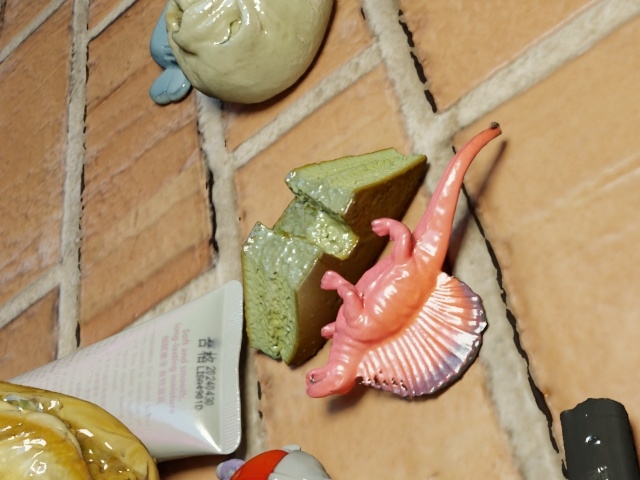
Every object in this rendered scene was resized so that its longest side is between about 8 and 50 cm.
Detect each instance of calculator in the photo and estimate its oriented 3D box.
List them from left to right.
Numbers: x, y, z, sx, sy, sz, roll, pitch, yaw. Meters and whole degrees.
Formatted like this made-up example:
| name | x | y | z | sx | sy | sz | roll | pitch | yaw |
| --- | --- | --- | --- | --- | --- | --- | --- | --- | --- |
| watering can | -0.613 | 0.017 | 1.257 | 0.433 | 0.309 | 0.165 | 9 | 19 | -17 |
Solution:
| name | x | y | z | sx | sy | sz | roll | pitch | yaw |
| --- | --- | --- | --- | --- | --- | --- | --- | --- | --- |
| calculator | -0.153 | -0.323 | 1.270 | 0.188 | 0.042 | 0.302 | 14 | 73 | 47 |

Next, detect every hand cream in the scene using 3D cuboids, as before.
| name | x | y | z | sx | sy | sz | roll | pitch | yaw |
| --- | --- | --- | --- | --- | --- | --- | --- | --- | --- |
| hand cream | -0.225 | 0.172 | 0.958 | 0.359 | 0.118 | 0.185 | -20 | 49 | 24 |

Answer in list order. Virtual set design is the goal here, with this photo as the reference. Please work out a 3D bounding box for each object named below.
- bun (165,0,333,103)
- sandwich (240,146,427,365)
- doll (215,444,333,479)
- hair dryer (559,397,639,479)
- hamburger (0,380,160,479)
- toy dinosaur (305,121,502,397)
| name | x | y | z | sx | sy | sz | roll | pitch | yaw |
| --- | --- | --- | --- | --- | --- | --- | --- | --- | --- |
| bun | -0.098 | -0.276 | 1.096 | 0.231 | 0.133 | 0.231 | -13 | 62 | 26 |
| sandwich | 0.000 | 0.000 | 0.859 | 0.090 | 0.088 | 0.244 | 30 | 85 | 46 |
| doll | -0.048 | 0.218 | 0.763 | 0.227 | 0.075 | 0.102 | -25 | 38 | 43 |
| hair dryer | 0.175 | 0.212 | 0.563 | 0.197 | 0.089 | 0.251 | -25 | 39 | 33 |
| hamburger | -0.295 | 0.271 | 0.830 | 0.305 | 0.174 | 0.284 | 6 | 94 | 27 |
| toy dinosaur | 0.096 | 0.036 | 0.772 | 0.286 | 0.070 | 0.139 | -49 | 50 | 2 |
